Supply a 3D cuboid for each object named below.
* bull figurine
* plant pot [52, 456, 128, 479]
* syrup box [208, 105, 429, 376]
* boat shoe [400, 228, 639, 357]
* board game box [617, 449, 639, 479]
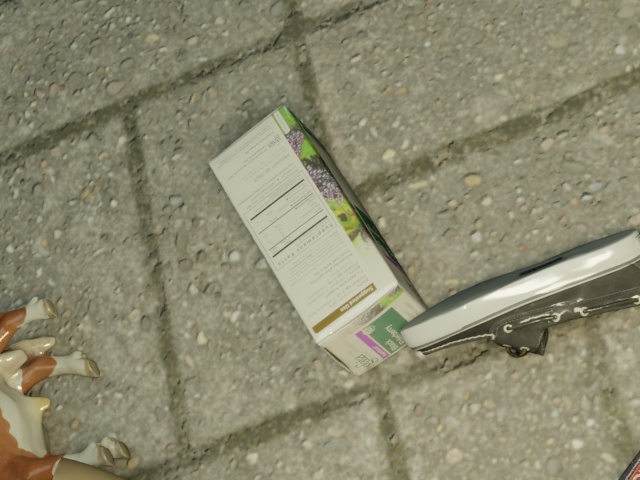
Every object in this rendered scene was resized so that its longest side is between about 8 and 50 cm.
[{"bbox_3d":[-0.284,0.206,1.841,0.188,0.101,0.310,-31,60,7],"label":"bull figurine"},{"bbox_3d":[-0.139,0.324,1.495,0.191,0.284,0.284,12,71,-4],"label":"plant pot"},{"bbox_3d":[0.000,0.000,1.790,0.096,0.093,0.237,-38,56,7],"label":"syrup box"},{"bbox_3d":[0.184,0.063,1.685,0.228,0.080,0.076,-23,96,11],"label":"boat shoe"},{"bbox_3d":[0.332,0.161,1.569,0.194,0.060,0.194,36,87,35],"label":"board game box"}]
